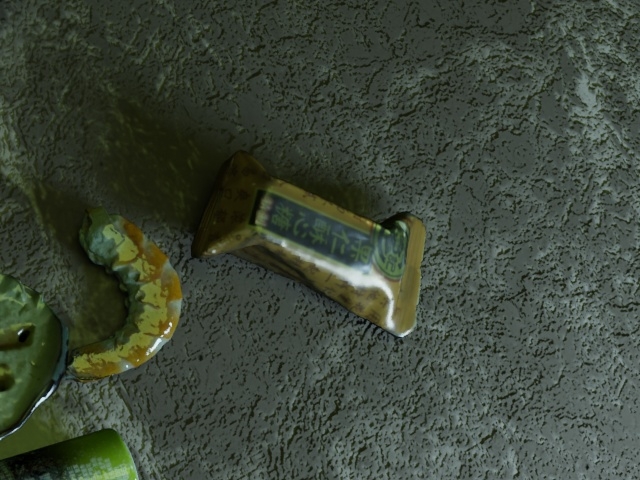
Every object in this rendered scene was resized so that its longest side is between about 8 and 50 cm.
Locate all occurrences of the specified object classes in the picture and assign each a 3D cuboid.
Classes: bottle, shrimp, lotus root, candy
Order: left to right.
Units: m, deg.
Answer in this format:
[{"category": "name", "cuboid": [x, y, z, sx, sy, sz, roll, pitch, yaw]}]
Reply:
[{"category": "lotus root", "cuboid": [-0.354, 0.125, 1.658, 0.183, 0.078, 0.203, 46, 59, 9]}, {"category": "bottle", "cuboid": [-0.339, 0.267, 1.608, 0.330, 0.093, 0.093, -15, 80, -25]}, {"category": "shrimp", "cuboid": [-0.228, 0.061, 1.748, 0.166, 0.049, 0.161, -43, 94, -19]}, {"category": "candy", "cuboid": [0.000, 0.000, 1.826, 0.271, 0.101, 0.143, 22, 73, -21]}]
